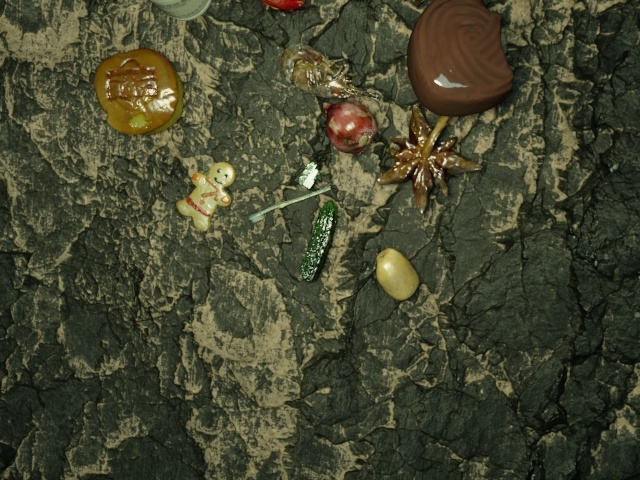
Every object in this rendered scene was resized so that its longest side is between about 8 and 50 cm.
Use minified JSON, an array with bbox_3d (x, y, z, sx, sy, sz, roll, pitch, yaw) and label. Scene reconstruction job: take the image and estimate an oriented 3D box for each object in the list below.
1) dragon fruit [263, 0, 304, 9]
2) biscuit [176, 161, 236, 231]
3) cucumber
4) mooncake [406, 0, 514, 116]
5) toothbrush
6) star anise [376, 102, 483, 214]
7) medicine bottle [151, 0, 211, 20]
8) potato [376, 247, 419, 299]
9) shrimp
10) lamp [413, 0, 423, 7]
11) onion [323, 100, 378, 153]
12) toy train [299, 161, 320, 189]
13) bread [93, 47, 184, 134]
[{"bbox_3d":[-0.118,-0.786,1.505,0.227,0.224,0.224,26,99,-14],"label":"dragon fruit"},{"bbox_3d":[-0.364,-0.156,1.698,0.153,0.030,0.234,40,99,-2],"label":"biscuit"},{"bbox_3d":[0.001,0.001,1.659,0.077,0.077,0.265,20,100,3],"label":"cucumber"},{"bbox_3d":[0.402,-0.515,1.473,0.334,0.174,0.326,29,79,8],"label":"mooncake"},{"bbox_3d":[-0.097,-0.122,1.678,0.294,0.026,0.028,-23,113,8],"label":"toothbrush"},{"bbox_3d":[0.325,-0.263,1.581,0.349,0.109,0.292,-36,97,7],"label":"star anise"},{"bbox_3d":[-0.441,-0.766,1.475,0.190,0.332,0.190,1,97,5],"label":"medicine bottle"},{"bbox_3d":[0.239,0.109,1.635,0.109,0.118,0.178,-21,111,42],"label":"potato"},{"bbox_3d":[0.037,-0.496,1.572,0.343,0.116,0.145,25,100,8],"label":"shrimp"},{"bbox_3d":[0.396,-0.824,1.514,0.325,0.090,0.089,-35,94,9],"label":"lamp"},{"bbox_3d":[0.078,-0.359,1.577,0.159,0.159,0.195,-43,69,9],"label":"onion"},{"bbox_3d":[-0.033,-0.208,1.658,0.053,0.033,0.083,32,98,-4],"label":"toy train"},{"bbox_3d":[-0.558,-0.459,1.617,0.270,0.148,0.270,1,97,5],"label":"bread"}]
